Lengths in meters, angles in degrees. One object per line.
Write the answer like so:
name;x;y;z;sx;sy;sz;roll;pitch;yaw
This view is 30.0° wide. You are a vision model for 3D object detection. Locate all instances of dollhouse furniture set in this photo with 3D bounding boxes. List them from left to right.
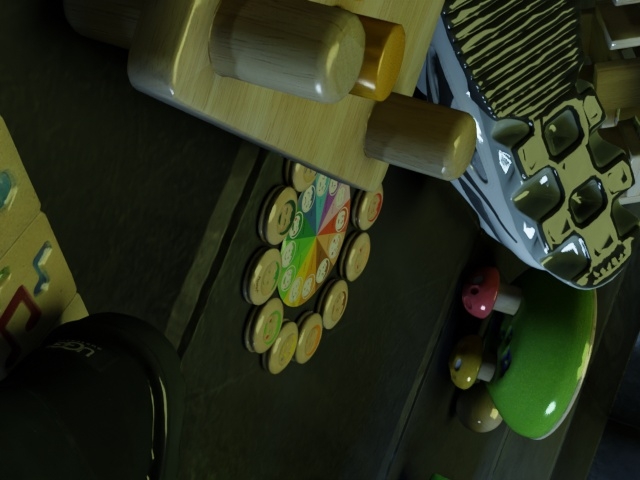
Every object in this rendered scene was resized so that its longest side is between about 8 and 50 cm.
dollhouse furniture set;0.269;-0.184;0.926;0.212;0.161;0.242;82;0;-49

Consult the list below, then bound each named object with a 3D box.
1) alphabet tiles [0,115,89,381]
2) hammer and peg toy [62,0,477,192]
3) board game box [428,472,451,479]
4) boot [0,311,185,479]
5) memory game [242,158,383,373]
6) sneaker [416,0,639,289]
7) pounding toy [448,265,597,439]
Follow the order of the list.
alphabet tiles;-0.185;0.086;0.421;0.285;0.011;0.342;-57;154;-31
hammer and peg toy;0.040;-0.210;0.555;0.266;0.127;0.361;20;89;-68
board game box;0.093;0.395;1.238;0.213;0.046;0.317;-59;160;-25
boot;-0.133;0.161;0.455;0.207;0.094;0.247;-27;125;-65
memory game;0.000;0.000;0.783;0.186;0.012;0.186;-49;149;-44
sneaker;0.111;-0.122;0.841;0.122;0.146;0.331;-30;116;-23
pounding toy;0.174;0.098;1.190;0.237;0.110;0.183;136;-32;-73
